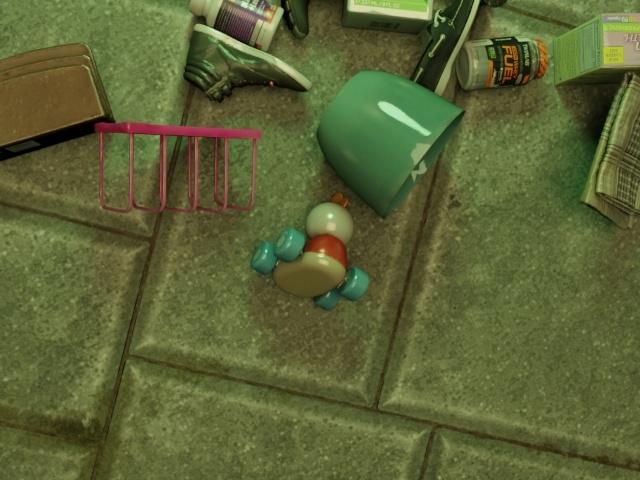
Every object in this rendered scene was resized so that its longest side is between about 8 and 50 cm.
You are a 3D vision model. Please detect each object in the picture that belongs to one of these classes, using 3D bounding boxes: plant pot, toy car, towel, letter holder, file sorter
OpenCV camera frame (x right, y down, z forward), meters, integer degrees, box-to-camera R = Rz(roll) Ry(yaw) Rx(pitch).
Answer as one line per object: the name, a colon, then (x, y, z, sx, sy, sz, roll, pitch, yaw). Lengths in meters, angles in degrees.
plant pot: (0.136, -0.234, 1.615, 0.235, 0.293, 0.293, 38, 88, 8)
toy car: (0.000, 0.000, 1.677, 0.219, 0.210, 0.237, 32, 59, -20)
towel: (0.730, -0.194, 1.711, 0.312, 0.056, 0.324, 16, 94, -49)
letter holder: (-0.627, -0.312, 1.572, 0.302, 0.152, 0.214, -18, 93, -6)
file sorter: (-0.302, -0.151, 1.546, 0.291, 0.202, 0.182, -2, 98, -34)

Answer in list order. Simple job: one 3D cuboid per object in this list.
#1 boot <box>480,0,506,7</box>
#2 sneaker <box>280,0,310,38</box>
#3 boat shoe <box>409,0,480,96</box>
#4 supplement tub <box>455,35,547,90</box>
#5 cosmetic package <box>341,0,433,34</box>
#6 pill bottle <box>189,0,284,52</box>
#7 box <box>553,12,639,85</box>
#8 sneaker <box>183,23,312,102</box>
boot: (0.331, -0.635, 1.664, 0.083, 0.161, 0.246, -33, 111, 8)
sneaker: (-0.046, -0.595, 1.656, 0.106, 0.101, 0.267, -10, 94, -9)
boat shoe: (0.278, -0.457, 1.638, 0.091, 0.114, 0.302, 21, 127, 3)
supplement tub: (0.423, -0.417, 1.716, 0.191, 0.117, 0.116, -8, 94, -7)
cosmetic package: (0.160, -0.670, 1.652, 0.197, 0.155, 0.365, 3, 93, -4)
pill bottle: (-0.189, -0.507, 1.637, 0.194, 0.108, 0.108, 23, 90, -9)
box: (0.689, -0.436, 1.686, 0.214, 0.243, 0.117, -3, 94, -6)
sneaker: (-0.173, -0.361, 1.655, 0.296, 0.104, 0.146, 24, 92, -2)
